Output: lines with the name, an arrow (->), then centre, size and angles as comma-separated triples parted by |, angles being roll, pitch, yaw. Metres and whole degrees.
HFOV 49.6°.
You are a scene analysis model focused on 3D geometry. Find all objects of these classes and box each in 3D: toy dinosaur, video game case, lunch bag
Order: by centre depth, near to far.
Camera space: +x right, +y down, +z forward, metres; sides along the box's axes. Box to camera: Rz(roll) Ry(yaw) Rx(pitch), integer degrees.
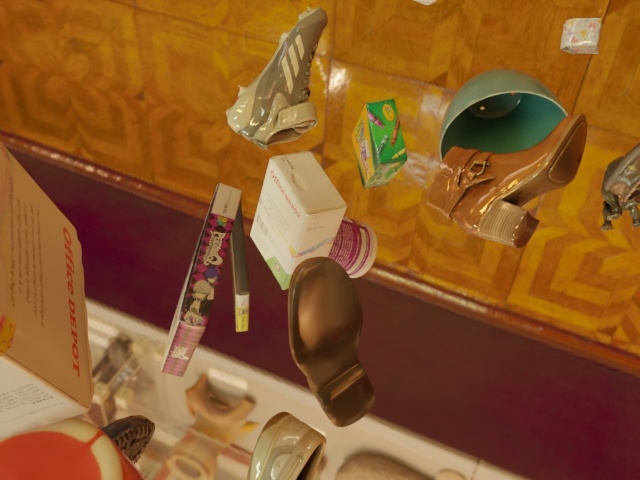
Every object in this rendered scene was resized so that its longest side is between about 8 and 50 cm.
video game case -> -0.174, 0.064, 0.992 | 0.041, 0.210, 0.232 | 16, 149, -11
lunch bag -> 0.597, -0.468, 1.584 | 0.083, 0.071, 0.053 | 8, 173, 25
toy dinosaur -> 0.696, -0.123, 1.608 | 0.120, 0.161, 0.313 | -12, 153, 24
video game case -> -0.207, 0.059, 1.746 | 0.035, 0.275, 0.248 | -4, 153, -8

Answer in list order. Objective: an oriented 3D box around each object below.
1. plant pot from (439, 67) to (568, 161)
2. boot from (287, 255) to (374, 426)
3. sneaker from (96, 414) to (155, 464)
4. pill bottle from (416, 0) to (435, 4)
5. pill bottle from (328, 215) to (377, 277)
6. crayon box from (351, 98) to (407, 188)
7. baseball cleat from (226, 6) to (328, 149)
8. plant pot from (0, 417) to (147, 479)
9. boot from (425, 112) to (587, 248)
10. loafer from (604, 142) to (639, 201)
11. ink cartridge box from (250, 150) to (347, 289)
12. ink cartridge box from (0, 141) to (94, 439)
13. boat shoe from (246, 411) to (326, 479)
plant pot -> 0.414, -0.284, 1.604 | 0.289, 0.196, 0.290 | 1, 138, 1
boot -> -0.005, 0.132, 0.979 | 0.115, 0.112, 0.306 | 45, 155, 46
sneaker -> -0.378, 0.307, 0.970 | 0.131, 0.319, 0.112 | 30, 114, 24
pill bottle -> 0.101, -0.545, 1.249 | 0.282, 0.161, 0.160 | 17, 139, -20
pill bottle -> 0.000, 0.000, 1.877 | 0.301, 0.170, 0.169 | 14, 152, -43
crayon box -> 0.155, -0.254, 1.867 | 0.081, 0.166, 0.278 | -11, 172, -6
baseball cleat -> -0.031, -0.205, 0.901 | 0.109, 0.206, 0.072 | 35, 170, 5
plant pot -> -0.272, 0.331, 0.712 | 0.274, 0.275, 0.243 | 12, 132, 21
boot -> 0.341, -0.135, 1.282 | 0.220, 0.284, 0.109 | 31, -179, 43
loafer -> 0.678, -0.137, 1.199 | 0.365, 0.130, 0.134 | -18, 157, -4
ink cartridge box -> -0.046, -0.038, 1.307 | 0.154, 0.093, 0.213 | 56, 147, 32
ink cartridge box -> -0.321, 0.014, 0.578 | 0.131, 0.226, 0.306 | -17, 146, -1
boat shoe -> -0.069, 0.421, 1.067 | 0.098, 0.109, 0.303 | 21, 98, 28
